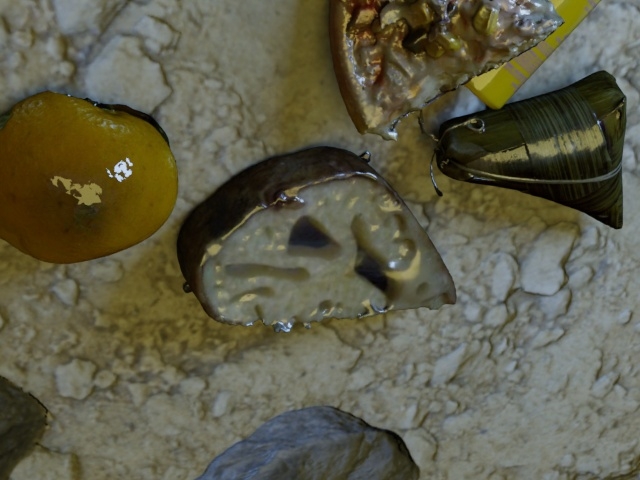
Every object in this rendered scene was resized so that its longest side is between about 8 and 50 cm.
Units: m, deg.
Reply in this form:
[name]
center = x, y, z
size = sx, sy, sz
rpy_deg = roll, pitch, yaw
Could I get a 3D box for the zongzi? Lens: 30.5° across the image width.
[zongzi]
center = 0.196, -0.055, 1.103
size = 0.187, 0.084, 0.184
rpy_deg = -14, 133, 0

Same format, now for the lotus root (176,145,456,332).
[lotus root]
center = 0.000, 0.000, 1.079
size = 0.261, 0.074, 0.170
rpy_deg = -8, 119, -12

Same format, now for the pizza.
[pizza]
center = 0.099, -0.171, 0.959
size = 0.195, 0.052, 0.185
rpy_deg = -1, 107, 18

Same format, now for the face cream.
[face cream]
center = 0.215, -0.235, 0.994
size = 0.078, 0.078, 0.273
rpy_deg = 34, 106, -29

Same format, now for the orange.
[orange]
center = -0.200, -0.046, 0.978
size = 0.170, 0.112, 0.160
rpy_deg = -36, 123, -7
